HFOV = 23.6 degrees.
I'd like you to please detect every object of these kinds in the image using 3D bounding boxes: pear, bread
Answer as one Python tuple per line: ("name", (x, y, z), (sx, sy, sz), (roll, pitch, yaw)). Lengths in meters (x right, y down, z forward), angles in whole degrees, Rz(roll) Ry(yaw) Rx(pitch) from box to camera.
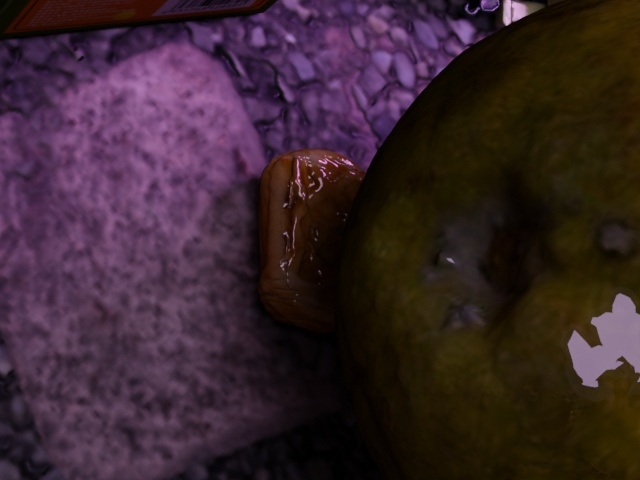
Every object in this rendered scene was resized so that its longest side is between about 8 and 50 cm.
("pear", (0.179, 0.029, 0.817), (0.413, 0.352, 0.351), (12, 65, -56))
("bread", (0.000, 0.000, 0.896), (0.083, 0.044, 0.110), (12, 69, -31))

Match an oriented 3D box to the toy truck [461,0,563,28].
("toy truck", (0.155, -0.190, 1.039), (0.169, 0.077, 0.100), (8, 83, -32))

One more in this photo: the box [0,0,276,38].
("box", (-0.103, -0.226, 0.852), (0.195, 0.148, 0.177), (-11, 80, -33))
